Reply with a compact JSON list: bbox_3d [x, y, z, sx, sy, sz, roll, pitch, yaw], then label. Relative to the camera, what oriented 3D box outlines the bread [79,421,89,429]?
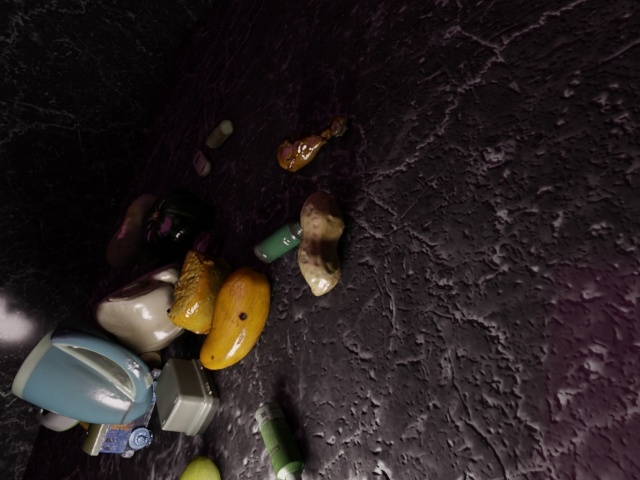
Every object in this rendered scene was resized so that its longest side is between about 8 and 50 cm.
[{"bbox_3d":[-0.835,0.562,1.665,0.245,0.329,0.424,-24,37,-11],"label":"bread"}]

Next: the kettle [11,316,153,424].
[{"bbox_3d":[-0.648,0.392,1.211,0.319,0.342,0.247,-57,6,36],"label":"kettle"}]

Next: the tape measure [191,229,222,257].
[{"bbox_3d":[-0.418,0.022,1.517,0.118,0.074,0.125,14,81,55],"label":"tape measure"}]

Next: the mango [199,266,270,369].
[{"bbox_3d":[-0.225,0.215,1.129,0.177,0.120,0.295,17,86,46],"label":"mango"}]

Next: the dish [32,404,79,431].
[{"bbox_3d":[-0.889,0.472,1.423,0.324,0.124,0.324,-18,53,26],"label":"dish"}]

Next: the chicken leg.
[{"bbox_3d":[-0.023,-0.278,1.180,0.251,0.087,0.107,-21,73,37],"label":"chicken leg"}]

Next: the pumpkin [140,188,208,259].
[{"bbox_3d":[-0.577,-0.057,1.660,0.300,0.207,0.300,-22,48,28],"label":"pumpkin"}]

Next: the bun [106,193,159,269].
[{"bbox_3d":[-0.790,-0.016,1.872,0.365,0.219,0.365,-59,12,20],"label":"bun"}]

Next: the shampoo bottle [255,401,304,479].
[{"bbox_3d":[-0.079,0.434,0.865,0.065,0.065,0.204,-57,37,13],"label":"shampoo bottle"}]

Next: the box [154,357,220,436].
[{"bbox_3d":[-0.388,0.444,1.199,0.148,0.129,0.210,-60,35,7],"label":"box"}]

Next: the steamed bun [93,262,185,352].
[{"bbox_3d":[-0.574,0.245,1.421,0.342,0.255,0.367,-31,6,-20],"label":"steamed bun"}]

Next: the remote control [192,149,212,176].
[{"bbox_3d":[-0.544,-0.354,1.913,0.078,0.042,0.221,-58,35,13],"label":"remote control"}]

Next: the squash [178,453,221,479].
[{"bbox_3d":[-0.297,0.620,1.002,0.123,0.123,0.187,-33,44,38],"label":"squash"}]

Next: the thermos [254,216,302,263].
[{"bbox_3d":[-0.093,-0.006,1.128,0.187,0.083,0.073,-32,70,37],"label":"thermos"}]

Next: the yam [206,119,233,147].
[{"bbox_3d":[-0.441,-0.464,1.822,0.146,0.069,0.070,-31,48,40],"label":"yam"}]

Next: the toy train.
[{"bbox_3d":[-0.661,0.576,1.414,0.131,0.202,0.300,-3,68,49],"label":"toy train"}]

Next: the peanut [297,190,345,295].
[{"bbox_3d":[0.000,0.000,0.970,0.117,0.101,0.263,138,141,-60],"label":"peanut"}]

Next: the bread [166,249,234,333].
[{"bbox_3d":[-0.353,0.155,1.296,0.147,0.160,0.261,-10,57,42],"label":"bread"}]

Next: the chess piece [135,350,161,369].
[{"bbox_3d":[-0.702,0.398,1.655,0.307,0.124,0.139,-127,33,-54],"label":"chess piece"}]
